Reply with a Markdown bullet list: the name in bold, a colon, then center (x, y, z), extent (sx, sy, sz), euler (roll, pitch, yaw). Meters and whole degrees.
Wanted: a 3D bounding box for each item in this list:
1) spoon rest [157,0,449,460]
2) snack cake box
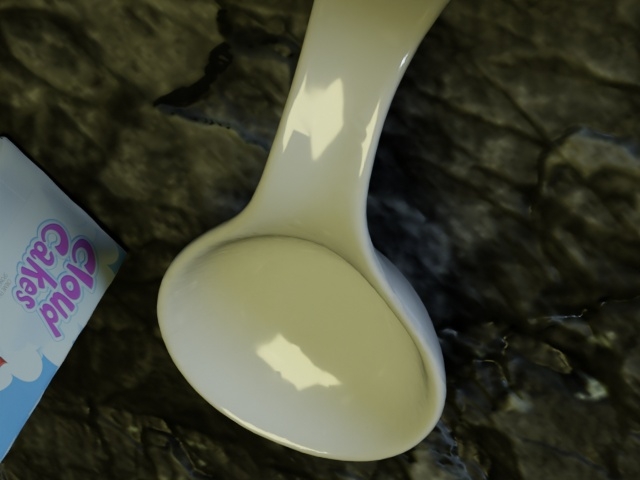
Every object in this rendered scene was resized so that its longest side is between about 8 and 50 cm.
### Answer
- **spoon rest**: center (0.000, 0.000, 0.813), extent (0.137, 0.084, 0.276), euler (20, 134, 10)
- **snack cake box**: center (-0.224, 0.078, 0.946), extent (0.089, 0.152, 0.264), euler (44, 134, -14)
